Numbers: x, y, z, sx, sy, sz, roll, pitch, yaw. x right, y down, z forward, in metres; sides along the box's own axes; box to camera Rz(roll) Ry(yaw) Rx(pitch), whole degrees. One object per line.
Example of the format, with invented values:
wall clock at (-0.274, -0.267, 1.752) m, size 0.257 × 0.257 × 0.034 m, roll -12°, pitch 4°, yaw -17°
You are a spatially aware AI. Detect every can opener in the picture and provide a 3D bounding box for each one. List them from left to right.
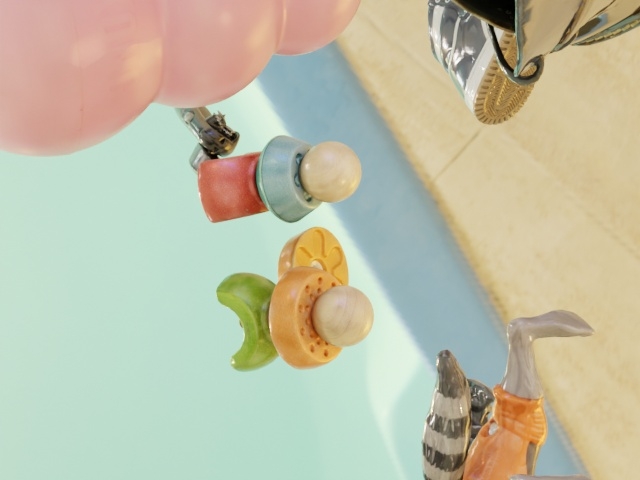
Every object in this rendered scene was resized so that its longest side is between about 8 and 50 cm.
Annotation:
can opener at (-0.147, -0.140, 1.667) m, size 0.073 × 0.186 × 0.059 m, roll -41°, pitch 124°, yaw 6°

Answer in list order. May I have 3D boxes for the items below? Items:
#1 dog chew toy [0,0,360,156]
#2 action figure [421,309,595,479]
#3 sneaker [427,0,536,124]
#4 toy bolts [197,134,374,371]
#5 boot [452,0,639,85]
dog chew toy at (-0.118, -0.177, 0.986) m, size 0.331 × 0.206 × 0.207 m, roll -13°, pitch 114°, yaw -20°
action figure at (0.102, 0.198, 1.112) m, size 0.178 × 0.341 × 0.330 m, roll 13°, pitch 126°, yaw -18°
sneaker at (0.217, -0.288, 1.598) m, size 0.099 × 0.153 × 0.282 m, roll 7°, pitch 123°, yaw -33°
toy bolts at (0.000, 0.000, 1.411) m, size 0.158 × 0.218 × 0.228 m, roll -7°, pitch 101°, yaw 36°
boot at (0.054, -0.088, 0.373) m, size 0.106 × 0.219 × 0.082 m, roll -37°, pitch 80°, yaw -14°
